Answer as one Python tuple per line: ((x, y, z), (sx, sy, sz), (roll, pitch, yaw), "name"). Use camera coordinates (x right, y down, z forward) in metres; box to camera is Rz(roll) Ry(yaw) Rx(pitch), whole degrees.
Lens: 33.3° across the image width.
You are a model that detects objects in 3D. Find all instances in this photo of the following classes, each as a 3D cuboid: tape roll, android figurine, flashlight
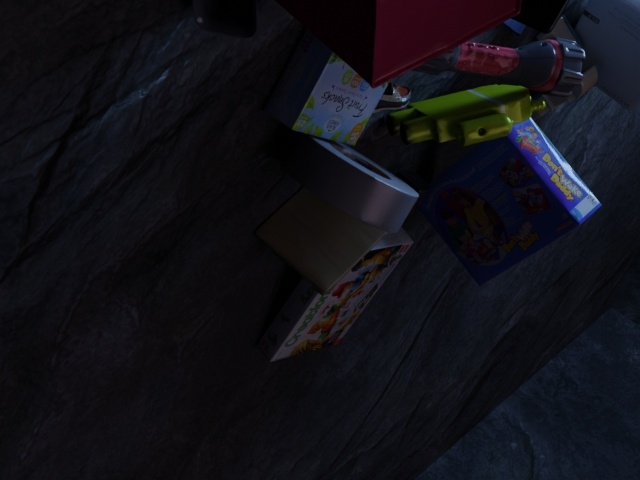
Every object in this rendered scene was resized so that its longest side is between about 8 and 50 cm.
((0.048, -0.098, 1.727), (0.072, 0.219, 0.219), (-60, 154, 11), "tape roll")
((0.263, -0.226, 1.919), (0.273, 0.248, 0.056), (-13, 109, -11), "android figurine")
((0.300, -0.314, 1.840), (0.304, 0.103, 0.103), (6, 125, -19), "flashlight")

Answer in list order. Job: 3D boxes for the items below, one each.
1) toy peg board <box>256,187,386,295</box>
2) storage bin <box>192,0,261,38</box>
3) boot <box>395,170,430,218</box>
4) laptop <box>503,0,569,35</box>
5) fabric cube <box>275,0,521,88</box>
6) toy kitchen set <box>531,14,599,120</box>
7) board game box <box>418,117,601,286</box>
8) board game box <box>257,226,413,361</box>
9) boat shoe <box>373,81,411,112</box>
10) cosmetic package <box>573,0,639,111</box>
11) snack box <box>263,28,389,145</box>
((0.000, 0.000, 1.847), (0.160, 0.161, 0.079), (-44, 164, -21), "toy peg board")
((-0.113, -0.336, 1.333), (0.135, 0.098, 0.091), (91, 15, -49), "storage bin")
((0.062, -0.010, 2.051), (0.280, 0.096, 0.264), (-56, 162, 22), "boot")
((0.473, -0.536, 1.909), (0.236, 0.408, 0.382), (23, 103, -29), "laptop")
((0.086, -0.396, 1.318), (0.254, 0.258, 0.259), (-28, 146, -22), "fabric cube")
((0.506, -0.382, 2.335), (0.122, 0.166, 0.207), (-37, -174, -30), "toy kitchen set")
((0.352, -0.075, 2.094), (0.078, 0.233, 0.347), (-37, 178, -32), "board game box")
((0.026, 0.100, 2.026), (0.193, 0.053, 0.305), (-9, 143, -45), "board game box")
((0.112, -0.253, 1.848), (0.137, 0.049, 0.043), (-18, 135, -43), "boat shoe")
((0.659, -0.442, 2.233), (0.156, 0.217, 0.385), (-49, 169, -10), "cosmetic package")
((0.024, -0.248, 1.677), (0.207, 0.070, 0.174), (7, 116, -60), "snack box")
